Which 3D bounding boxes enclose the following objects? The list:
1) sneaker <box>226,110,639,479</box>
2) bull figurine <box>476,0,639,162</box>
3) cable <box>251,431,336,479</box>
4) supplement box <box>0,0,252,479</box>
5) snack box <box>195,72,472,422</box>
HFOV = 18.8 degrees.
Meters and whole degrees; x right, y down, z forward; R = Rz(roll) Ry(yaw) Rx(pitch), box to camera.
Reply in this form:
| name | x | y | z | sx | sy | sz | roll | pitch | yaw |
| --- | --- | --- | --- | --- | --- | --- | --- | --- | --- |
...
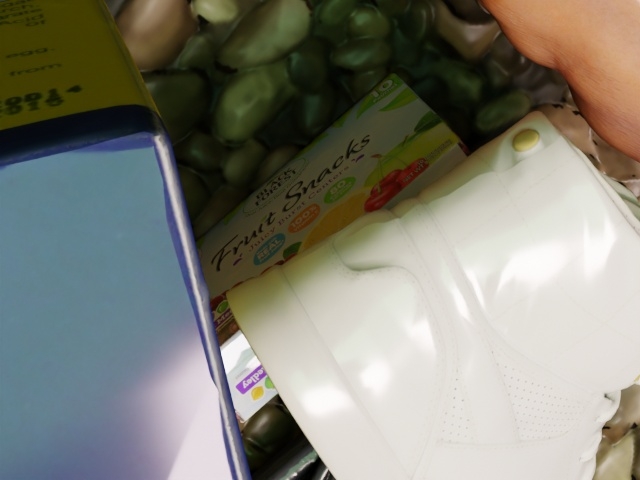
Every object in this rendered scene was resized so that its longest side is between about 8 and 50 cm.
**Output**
| name | x | y | z | sx | sy | sz | roll | pitch | yaw |
| --- | --- | --- | --- | --- | --- | --- | --- | --- | --- |
| sneaker | 0.099 | 0.075 | 0.778 | 0.169 | 0.108 | 0.292 | -34 | 135 | 0 |
| bull figurine | 0.162 | -0.060 | 0.774 | 0.101 | 0.188 | 0.310 | -44 | 112 | 5 |
| cable | 0.050 | 0.129 | 0.891 | 0.184 | 0.047 | 0.150 | -40 | 112 | 3 |
| supplement box | -0.145 | 0.026 | 0.644 | 0.194 | 0.356 | 0.195 | -14 | 111 | -7 |
| snack box | 0.000 | 0.000 | 0.806 | 0.141 | 0.100 | 0.037 | -41 | 114 | 3 |
